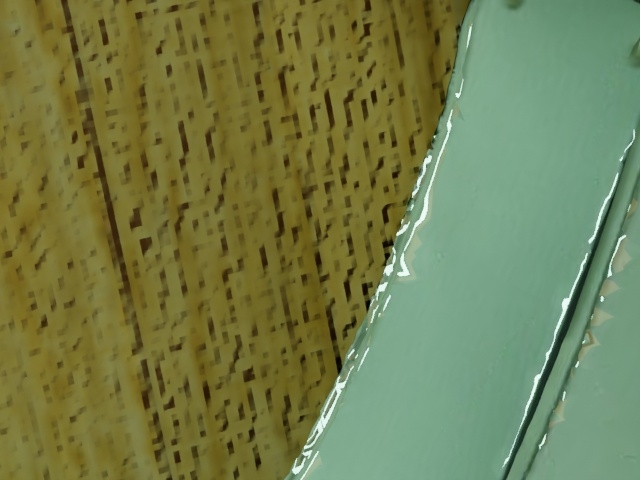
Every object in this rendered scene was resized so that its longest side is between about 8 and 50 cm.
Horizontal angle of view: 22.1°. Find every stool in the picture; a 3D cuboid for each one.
[{"bbox_3d":[0.000,0.000,0.438,0.269,0.170,0.244,23,87,-18],"label":"stool"}]
